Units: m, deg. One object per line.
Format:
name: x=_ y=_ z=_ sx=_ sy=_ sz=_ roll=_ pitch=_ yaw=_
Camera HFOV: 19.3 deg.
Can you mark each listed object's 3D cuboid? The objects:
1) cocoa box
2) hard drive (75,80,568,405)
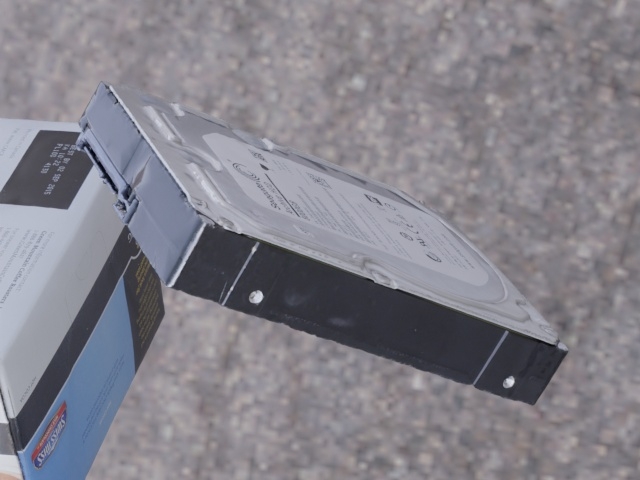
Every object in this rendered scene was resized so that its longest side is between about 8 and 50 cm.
cocoa box: x=-0.305 y=0.076 z=1.681 sx=0.347 sy=0.231 sz=0.228 roll=-68 pitch=-22 yaw=-50
hard drive: x=0.000 y=0.000 z=1.404 sx=0.064 sy=0.339 sz=0.237 roll=-61 pitch=34 yaw=16
